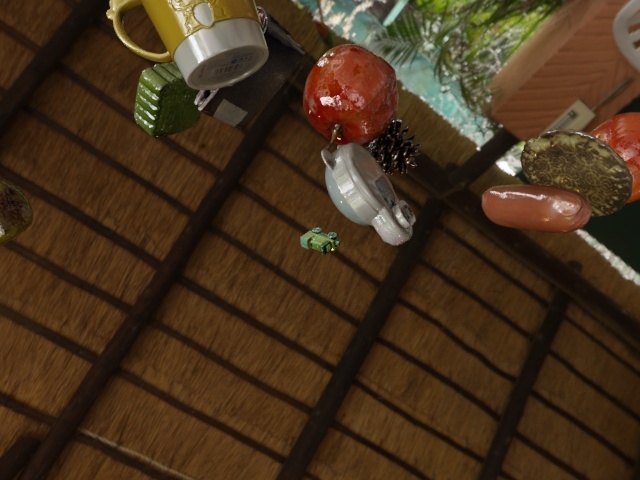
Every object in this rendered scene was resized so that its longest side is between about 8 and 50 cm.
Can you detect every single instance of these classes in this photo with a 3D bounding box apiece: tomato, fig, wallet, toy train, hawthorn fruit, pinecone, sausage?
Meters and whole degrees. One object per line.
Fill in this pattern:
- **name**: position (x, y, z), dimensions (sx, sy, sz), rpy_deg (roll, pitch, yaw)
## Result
- **tomato**: position (0.792, -0.218, 1.367), dimensions (0.180, 0.260, 0.260), rpy_deg (30, -143, -12)
- **fig**: position (-0.662, -0.048, 1.043), dimensions (0.154, 0.166, 0.144), rpy_deg (30, -112, 4)
- **wallet**: position (-0.165, -0.393, 1.214), dimensions (0.071, 0.262, 0.221), rpy_deg (41, -168, 13)
- **toy train**: position (0.000, 0.000, 1.584), dimensions (0.122, 0.050, 0.081), rpy_deg (20, -140, 37)
- **hawthorn fruit**: position (0.061, -0.312, 1.213), dimensions (0.241, 0.242, 0.272), rpy_deg (33, -121, -14)
- **pinecone**: position (0.194, -0.247, 1.387), dimensions (0.165, 0.163, 0.163), rpy_deg (20, -139, -20)
- **sausage**: position (0.327, -0.051, 0.796), dimensions (0.077, 0.077, 0.194), rpy_deg (24, 178, -25)

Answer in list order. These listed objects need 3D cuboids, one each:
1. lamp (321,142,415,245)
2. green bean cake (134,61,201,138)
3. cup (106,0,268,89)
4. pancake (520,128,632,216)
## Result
- **lamp**: position (0.092, -0.089, 1.054), dimensions (0.246, 0.108, 0.179), rpy_deg (52, -151, 0)
- **green bean cake**: position (-0.456, -0.430, 1.569), dimensions (0.113, 0.214, 0.200), rpy_deg (42, -140, 14)
- **cup**: position (-0.217, -0.369, 0.839), dimensions (0.185, 0.241, 0.226), rpy_deg (51, -165, -89)
- **pancake**: position (0.432, -0.113, 0.881), dimensions (0.199, 0.199, 0.021), rpy_deg (43, -109, -1)
